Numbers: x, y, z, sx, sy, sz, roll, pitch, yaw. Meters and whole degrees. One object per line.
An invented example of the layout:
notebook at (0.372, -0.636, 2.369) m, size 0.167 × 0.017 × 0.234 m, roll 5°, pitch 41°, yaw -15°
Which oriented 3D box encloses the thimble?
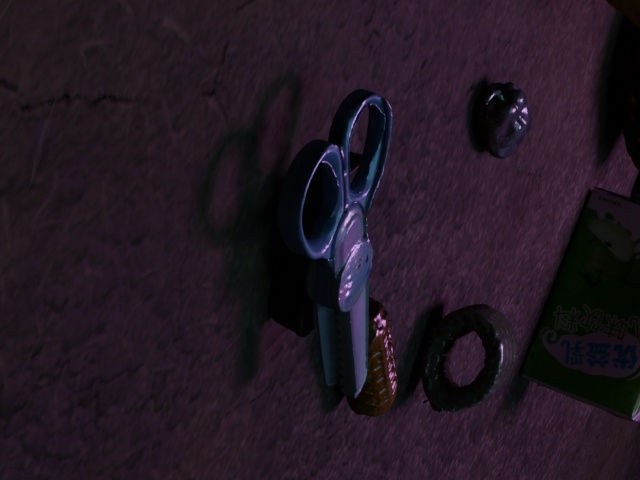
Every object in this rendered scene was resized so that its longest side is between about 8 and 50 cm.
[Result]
thimble at (0.141, 0.117, 1.643) m, size 0.110 × 0.084 × 0.062 m, roll -60°, pitch 162°, yaw 15°

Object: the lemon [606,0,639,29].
lemon at (0.351, -0.304, 1.609) m, size 0.188 × 0.188 × 0.257 m, roll 54°, pitch 55°, yaw -68°

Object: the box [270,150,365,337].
box at (0.000, 0.000, 1.214) m, size 0.091 × 0.031 × 0.126 m, roll -44°, pitch 150°, yaw -51°

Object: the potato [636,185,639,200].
potato at (0.506, -0.070, 2.415) m, size 0.112 × 0.112 × 0.147 m, roll 39°, pitch 70°, yaw -70°

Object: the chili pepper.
chili pepper at (0.170, -0.106, 1.553) m, size 0.050 × 0.041 × 0.153 m, roll -24°, pitch 155°, yaw 0°

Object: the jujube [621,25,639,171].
jujube at (0.471, -0.192, 2.022) m, size 0.223 × 0.223 × 0.318 m, roll -57°, pitch 170°, yaw -31°

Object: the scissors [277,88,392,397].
scissors at (0.014, 0.017, 1.173) m, size 0.125 × 0.030 × 0.256 m, roll -52°, pitch 152°, yaw -37°

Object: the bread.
bread at (0.039, 0.098, 1.401) m, size 0.157 × 0.044 × 0.052 m, roll 78°, pitch 32°, yaw -59°

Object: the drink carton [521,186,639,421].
drink carton at (0.380, 0.080, 2.133) m, size 0.271 × 0.161 × 0.108 m, roll -69°, pitch 161°, yaw 0°
